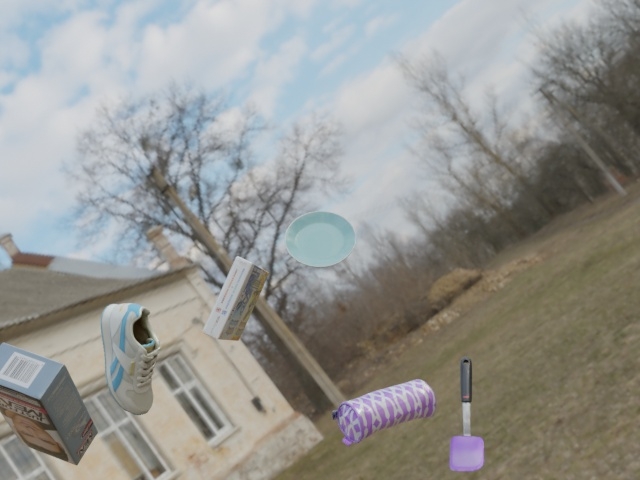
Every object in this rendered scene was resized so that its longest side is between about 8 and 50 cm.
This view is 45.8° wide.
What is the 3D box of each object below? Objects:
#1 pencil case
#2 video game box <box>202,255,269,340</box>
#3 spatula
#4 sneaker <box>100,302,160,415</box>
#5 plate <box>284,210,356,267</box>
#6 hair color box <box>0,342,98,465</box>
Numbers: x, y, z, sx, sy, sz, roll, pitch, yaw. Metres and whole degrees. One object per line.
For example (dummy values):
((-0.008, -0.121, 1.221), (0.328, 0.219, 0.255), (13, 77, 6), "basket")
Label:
((0.130, 0.335, 1.479), (0.206, 0.088, 0.086), (-10, 17, -31), "pencil case")
((-0.193, 0.140, 1.759), (0.187, 0.048, 0.205), (-64, -10, -4), "video game box")
((0.365, 0.429, 1.889), (0.084, 0.296, 0.030), (-2, -29, 13), "spatula")
((-0.364, 0.236, 1.487), (0.092, 0.228, 0.087), (-4, 11, 26), "sneaker")
((0.000, 0.000, 1.976), (0.188, 0.188, 0.024), (-34, -32, -23), "plate")
((-0.731, 0.436, 1.985), (0.374, 0.185, 0.113), (90, -159, -50), "hair color box")
